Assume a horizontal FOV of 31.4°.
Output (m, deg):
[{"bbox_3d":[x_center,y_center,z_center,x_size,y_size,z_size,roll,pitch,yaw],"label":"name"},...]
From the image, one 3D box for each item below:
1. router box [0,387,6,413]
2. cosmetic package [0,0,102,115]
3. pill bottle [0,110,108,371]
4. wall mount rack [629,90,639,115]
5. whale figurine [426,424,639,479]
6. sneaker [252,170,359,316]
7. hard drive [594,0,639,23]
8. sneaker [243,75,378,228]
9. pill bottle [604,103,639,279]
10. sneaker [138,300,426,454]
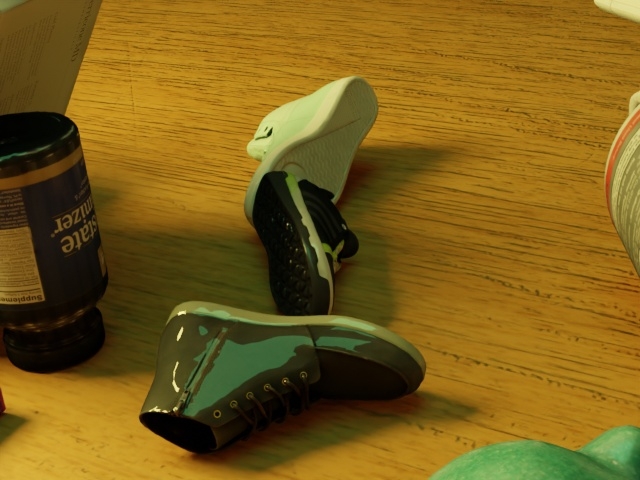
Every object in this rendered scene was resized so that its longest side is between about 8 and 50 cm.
[{"bbox_3d":[-0.381,0.148,0.966,0.179,0.046,0.133,7,29,25],"label":"router box"},{"bbox_3d":[-0.363,-0.101,1.109,0.097,0.377,0.284,35,36,8],"label":"cosmetic package"},{"bbox_3d":[-0.262,0.003,1.035,0.123,0.219,0.123,-5,27,3],"label":"pill bottle"},{"bbox_3d":[0.518,-0.123,1.220,0.350,0.130,0.304,-27,33,-34],"label":"wall mount rack"},{"bbox_3d":[0.162,0.191,0.596,0.272,0.141,0.216,1,58,19],"label":"whale figurine"},{"bbox_3d":[0.000,0.000,1.136,0.097,0.084,0.234,10,33,-21],"label":"sneaker"},{"bbox_3d":[0.444,-0.179,1.065,0.233,0.047,0.353,12,16,-22],"label":"hard drive"},{"bbox_3d":[-0.042,-0.084,1.340,0.151,0.094,0.256,-16,29,45],"label":"sneaker"},{"bbox_3d":[0.359,0.012,0.892,0.210,0.210,0.363,-4,27,4],"label":"pill bottle"},{"bbox_3d":[-0.030,0.125,0.922,0.222,0.083,0.118,6,47,9],"label":"sneaker"}]
